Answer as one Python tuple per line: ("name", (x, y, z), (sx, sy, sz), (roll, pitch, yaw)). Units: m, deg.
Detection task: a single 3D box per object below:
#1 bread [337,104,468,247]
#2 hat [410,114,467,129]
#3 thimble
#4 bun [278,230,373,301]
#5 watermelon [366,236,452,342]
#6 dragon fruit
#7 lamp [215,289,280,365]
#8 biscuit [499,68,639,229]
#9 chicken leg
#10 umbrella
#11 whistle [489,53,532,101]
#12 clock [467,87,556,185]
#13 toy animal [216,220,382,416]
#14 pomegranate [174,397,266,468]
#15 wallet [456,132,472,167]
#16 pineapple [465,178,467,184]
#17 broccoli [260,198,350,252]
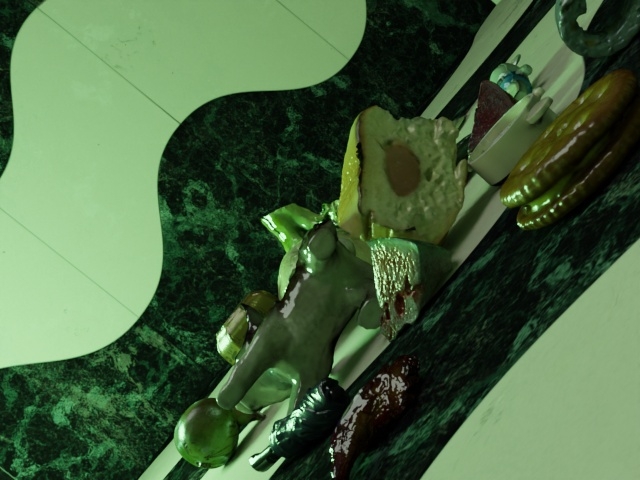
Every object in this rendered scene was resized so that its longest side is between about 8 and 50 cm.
("bread", (0.133, -0.084, 1.653), (0.211, 0.183, 0.224), (-109, 28, -76))
("hat", (0.249, -0.252, 2.669), (0.252, 0.110, 0.252), (-51, 4, 5))
("thimble", (0.426, -0.355, 1.593), (0.151, 0.127, 0.118), (-44, 8, 20))
("bun", (0.021, 0.049, 1.970), (0.220, 0.134, 0.220), (-12, -7, -2))
("watermelon", (0.119, 0.055, 1.520), (0.158, 0.121, 0.098), (-56, 27, -16))
("dragon fruit", (0.310, -0.194, 1.797), (0.102, 0.096, 0.147), (-30, -50, -74))
("lamp", (-0.095, 0.193, 1.997), (0.161, 0.185, 0.161), (-51, 3, 4))
("biscuit", (0.301, -0.107, 1.244), (0.220, 0.066, 0.220), (-47, 4, 4))
("chicken leg", (0.056, 0.214, 1.226), (0.205, 0.053, 0.093), (-57, 20, -19))
("umbrella", (-0.032, 0.280, 1.532), (0.248, 0.071, 0.071), (-53, 2, 39))
("whistle", (0.371, -0.291, 2.022), (0.114, 0.077, 0.236), (-59, 8, 17))
("clock", (0.305, -0.158, 1.662), (0.155, 0.063, 0.229), (-51, 6, -32))
("toy animal", (-0.030, 0.141, 1.721), (0.344, 0.194, 0.303), (-54, 8, 4))
("pomegranate", (-0.195, 0.367, 2.083), (0.191, 0.131, 0.152), (-28, -12, -26))
("wallet", (0.247, -0.137, 2.029), (0.245, 0.052, 0.168), (-44, -10, 33))
("pineapple", (0.254, -0.102, 1.975), (0.045, 0.019, 0.083), (-60, 9, -26))
("broccoli", (0.000, 0.000, 2.247), (0.288, 0.245, 0.248), (-39, 2, 44))
